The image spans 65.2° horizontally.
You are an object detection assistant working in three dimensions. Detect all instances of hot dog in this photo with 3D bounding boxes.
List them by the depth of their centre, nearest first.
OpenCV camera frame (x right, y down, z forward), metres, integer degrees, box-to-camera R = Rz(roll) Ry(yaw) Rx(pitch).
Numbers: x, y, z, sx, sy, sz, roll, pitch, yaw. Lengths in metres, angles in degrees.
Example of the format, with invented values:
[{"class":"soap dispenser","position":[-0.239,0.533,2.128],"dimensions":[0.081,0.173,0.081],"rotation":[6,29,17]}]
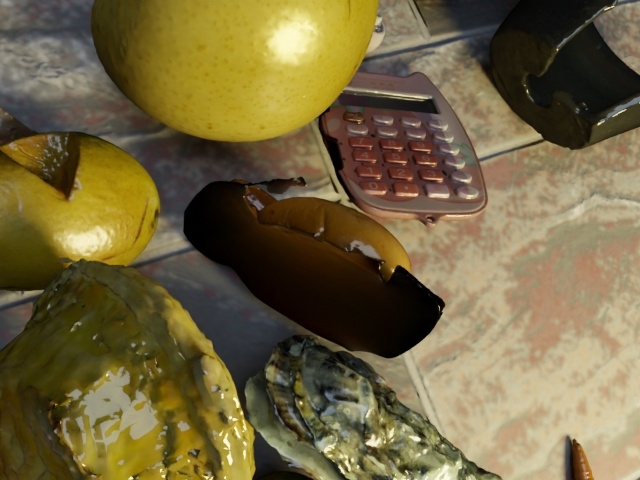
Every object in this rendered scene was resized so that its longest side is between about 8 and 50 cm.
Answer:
[{"class":"hot dog","position":[-0.001,0.005,0.633],"dimensions":[0.326,0.194,0.107],"rotation":[39,38,6]}]

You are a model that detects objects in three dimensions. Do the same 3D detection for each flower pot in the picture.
[{"class":"flower pot","position":[0.424,-0.297,0.766],"dimensions":[0.251,0.379,0.379],"rotation":[-38,88,1]}]

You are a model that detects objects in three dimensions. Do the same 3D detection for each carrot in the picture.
[{"class":"carrot","position":[0.386,0.395,0.708],"dimensions":[0.048,0.048,0.216],"rotation":[-2,72,-15]}]

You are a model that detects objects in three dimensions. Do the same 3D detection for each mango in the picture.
[{"class":"mango","position":[-0.303,-0.031,0.543],"dimensions":[0.262,0.130,0.167],"rotation":[-21,112,-46]}]

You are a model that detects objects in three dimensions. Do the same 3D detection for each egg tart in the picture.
[{"class":"egg tart","position":[-0.214,0.183,0.461],"dimensions":[0.132,0.342,0.341],"rotation":[-18,80,-57]}]

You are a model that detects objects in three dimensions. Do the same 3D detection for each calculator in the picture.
[{"class":"calculator","position":[0.105,-0.138,0.699],"dimensions":[0.220,0.048,0.329],"rotation":[3,48,-15]}]

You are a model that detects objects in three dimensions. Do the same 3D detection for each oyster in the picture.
[{"class":"oyster","position":[0.072,0.237,0.594],"dimensions":[0.351,0.158,0.162],"rotation":[32,53,-5]}]

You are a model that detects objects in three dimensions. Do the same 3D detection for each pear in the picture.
[{"class":"pear","position":[-0.095,-0.288,0.594],"dimensions":[0.349,0.348,0.347],"rotation":[3,76,-14]}]

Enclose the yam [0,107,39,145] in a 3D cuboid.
[{"class":"yam","position":[-0.435,-0.070,0.561],"dimensions":[0.130,0.128,0.238],"rotation":[19,65,37]}]

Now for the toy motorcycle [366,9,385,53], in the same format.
[{"class":"toy motorcycle","position":[0.019,-0.403,0.783],"dimensions":[0.113,0.112,0.254],"rotation":[-34,86,-20]}]

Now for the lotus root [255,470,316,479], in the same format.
[{"class":"lotus root","position":[-0.034,0.337,0.553],"dimensions":[0.278,0.154,0.154],"rotation":[38,71,-2]}]
